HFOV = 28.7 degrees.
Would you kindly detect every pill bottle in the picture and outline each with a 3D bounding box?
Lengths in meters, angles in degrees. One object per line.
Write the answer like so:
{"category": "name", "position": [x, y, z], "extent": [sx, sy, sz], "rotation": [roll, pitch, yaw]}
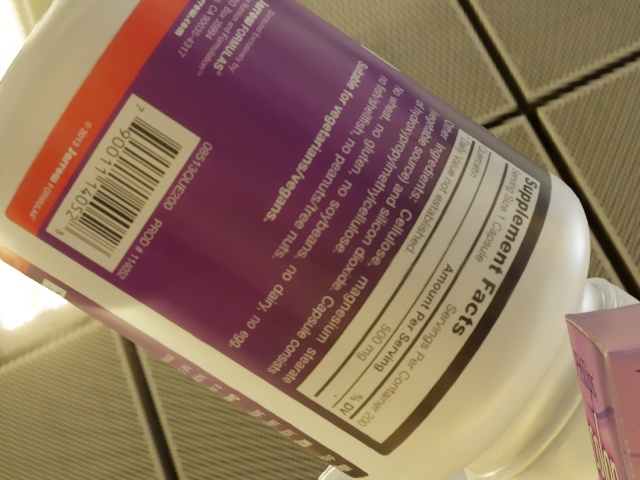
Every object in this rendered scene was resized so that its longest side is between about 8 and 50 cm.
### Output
{"category": "pill bottle", "position": [0.000, 0.000, 0.612], "extent": [0.323, 0.181, 0.181], "rotation": [33, -105, -8]}

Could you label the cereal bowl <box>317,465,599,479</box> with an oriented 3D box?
{"category": "cereal bowl", "position": [0.131, 0.278, 0.844], "extent": [0.141, 0.339, 0.339], "rotation": [5, -120, 59]}

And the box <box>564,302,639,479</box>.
{"category": "box", "position": [0.214, 0.124, 0.407], "extent": [0.214, 0.117, 0.242], "rotation": [-12, -90, 6]}
